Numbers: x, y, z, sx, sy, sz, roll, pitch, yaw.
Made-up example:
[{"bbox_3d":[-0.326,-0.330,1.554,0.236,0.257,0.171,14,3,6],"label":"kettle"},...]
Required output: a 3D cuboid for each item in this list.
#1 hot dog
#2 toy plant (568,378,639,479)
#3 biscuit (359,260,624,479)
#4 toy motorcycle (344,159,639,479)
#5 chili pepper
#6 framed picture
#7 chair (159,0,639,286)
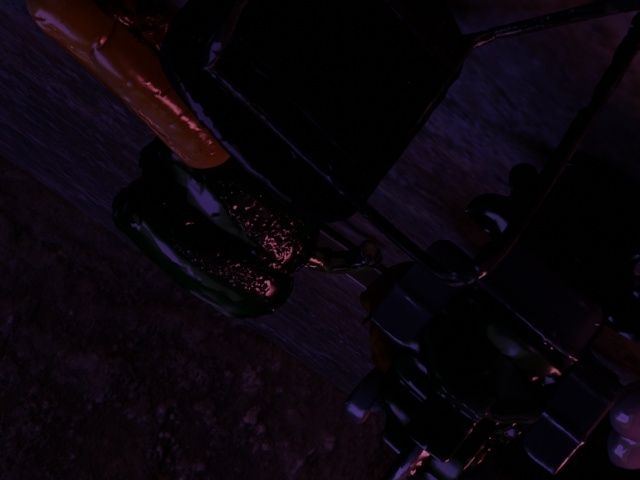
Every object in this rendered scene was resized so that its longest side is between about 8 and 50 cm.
[{"bbox_3d":[-0.134,-0.147,0.869,0.249,0.076,0.102,45,-161,-40],"label":"hot dog"},{"bbox_3d":[0.216,0.150,0.590,0.243,0.232,0.112,13,-152,-29],"label":"toy plant"},{"bbox_3d":[0.159,0.149,0.803,0.334,0.081,0.289,49,-155,14],"label":"biscuit"},{"bbox_3d":[0.101,0.042,0.548,0.125,0.187,0.275,38,-171,9],"label":"toy motorcycle"},{"bbox_3d":[-0.068,-0.006,1.040,0.261,0.165,0.174,33,161,-25],"label":"chili pepper"},{"bbox_3d":[0.000,0.000,1.236,0.183,0.011,0.142,35,169,4],"label":"framed picture"},{"bbox_3d":[0.007,-0.089,0.480,0.140,0.145,0.221,42,169,-23],"label":"chair"}]
